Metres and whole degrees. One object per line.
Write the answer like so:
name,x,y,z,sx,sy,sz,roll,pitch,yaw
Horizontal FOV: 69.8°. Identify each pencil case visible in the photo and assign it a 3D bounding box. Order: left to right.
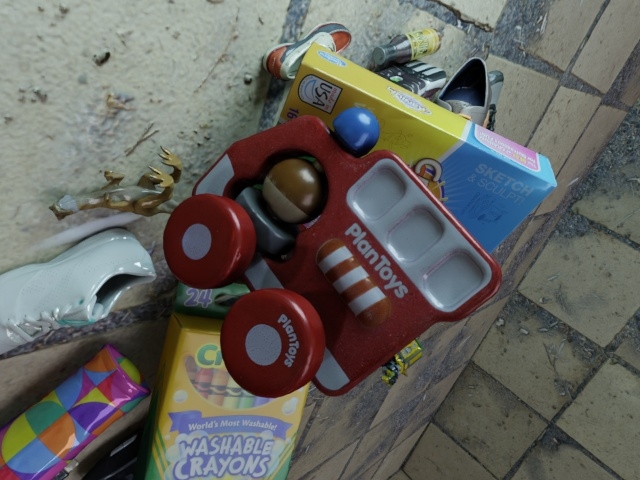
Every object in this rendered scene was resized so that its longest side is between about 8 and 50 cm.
pencil case,-0.340,0.242,0.591,0.236,0.104,0.104,-39,146,-16

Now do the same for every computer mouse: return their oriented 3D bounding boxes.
computer mouse,-0.345,0.355,0.743,0.262,0.060,0.184,-31,143,-16

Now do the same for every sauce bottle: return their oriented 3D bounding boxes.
sauce bottle,0.132,-0.292,0.697,0.128,0.042,0.042,-31,143,-31

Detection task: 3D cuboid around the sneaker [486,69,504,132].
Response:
sneaker,0.331,-0.218,0.964,0.100,0.108,0.271,-22,136,-37

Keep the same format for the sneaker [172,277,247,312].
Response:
sneaker,-0.142,0.104,0.730,0.192,0.064,0.086,-12,129,-35

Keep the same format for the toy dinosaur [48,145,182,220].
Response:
toy dinosaur,-0.196,-0.047,0.534,0.112,0.064,0.212,-40,149,29

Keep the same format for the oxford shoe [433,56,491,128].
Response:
oxford shoe,0.202,-0.160,0.775,0.132,0.130,0.363,78,31,-58

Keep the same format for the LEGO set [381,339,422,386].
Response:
LEGO set,0.051,0.123,0.827,0.192,0.255,0.331,-27,138,-33

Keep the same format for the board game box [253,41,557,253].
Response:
board game box,0.084,-0.066,0.592,0.064,0.317,0.242,-75,-170,-48

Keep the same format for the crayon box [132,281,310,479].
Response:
crayon box,-0.128,0.226,0.649,0.203,0.083,0.322,12,92,-28

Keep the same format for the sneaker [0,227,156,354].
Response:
sneaker,-0.281,0.069,0.493,0.212,0.094,0.080,-36,147,-22

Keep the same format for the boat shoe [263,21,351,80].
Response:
boat shoe,-0.007,-0.237,0.578,0.137,0.043,0.049,-33,142,-29

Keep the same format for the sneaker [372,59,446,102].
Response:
sneaker,0.083,-0.169,0.705,0.282,0.106,0.162,-27,144,-35

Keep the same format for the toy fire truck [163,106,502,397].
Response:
toy fire truck,0.000,0.000,0.489,0.254,0.302,0.169,-42,160,15
